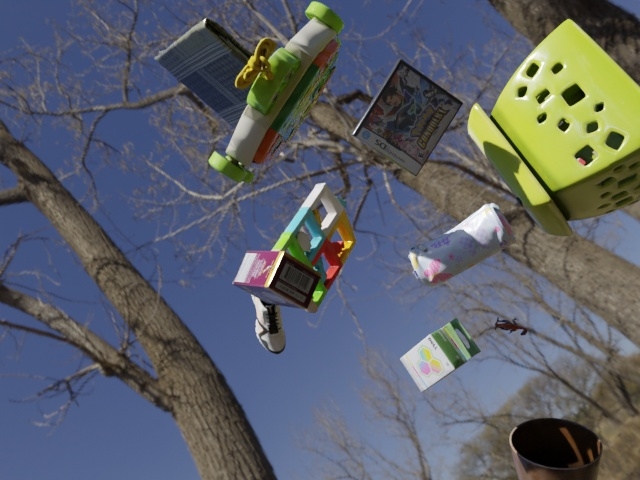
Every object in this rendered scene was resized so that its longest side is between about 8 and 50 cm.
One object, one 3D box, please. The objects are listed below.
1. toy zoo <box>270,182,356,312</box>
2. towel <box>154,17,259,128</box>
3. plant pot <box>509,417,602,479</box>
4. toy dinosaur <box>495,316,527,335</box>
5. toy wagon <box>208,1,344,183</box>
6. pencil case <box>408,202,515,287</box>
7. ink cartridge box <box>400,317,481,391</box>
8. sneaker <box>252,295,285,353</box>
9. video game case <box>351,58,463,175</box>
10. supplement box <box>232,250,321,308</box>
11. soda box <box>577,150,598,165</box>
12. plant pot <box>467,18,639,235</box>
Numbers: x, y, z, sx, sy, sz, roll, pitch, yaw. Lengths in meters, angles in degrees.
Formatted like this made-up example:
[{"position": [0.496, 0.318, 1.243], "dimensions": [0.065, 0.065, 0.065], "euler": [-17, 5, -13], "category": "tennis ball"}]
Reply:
[{"position": [0.000, 0.000, 1.418], "dimensions": [0.293, 0.030, 0.192], "euler": [-57, -49, -38], "category": "toy zoo"}, {"position": [-0.224, -0.398, 1.475], "dimensions": [0.312, 0.324, 0.056], "euler": [39, -111, -30], "category": "towel"}, {"position": [0.596, 0.608, 1.511], "dimensions": [0.215, 0.215, 0.230], "euler": [-18, -72, -34], "category": "plant pot"}, {"position": [0.512, 0.237, 1.601], "dimensions": [0.090, 0.082, 0.047], "euler": [-21, -58, -64], "category": "toy dinosaur"}, {"position": [-0.057, -0.201, 0.847], "dimensions": [0.267, 0.068, 0.344], "euler": [-56, 4, 4], "category": "toy wagon"}, {"position": [0.367, 0.015, 1.562], "dimensions": [0.273, 0.124, 0.113], "euler": [-32, -7, 24], "category": "pencil case"}, {"position": [0.312, 0.305, 1.578], "dimensions": [0.062, 0.109, 0.209], "euler": [-18, -24, -40], "category": "ink cartridge box"}, {"position": [-0.073, 0.109, 0.838], "dimensions": [0.040, 0.109, 0.044], "euler": [-16, 4, -17], "category": "sneaker"}, {"position": [0.272, -0.381, 1.869], "dimensions": [0.248, 0.035, 0.274], "euler": [31, -84, -13], "category": "video game case"}, {"position": [-0.048, 0.041, 0.638], "dimensions": [0.055, 0.083, 0.043], "euler": [32, -108, -28], "category": "supplement box"}, {"position": [0.546, -0.182, 1.274], "dimensions": [0.058, 0.181, 0.061], "euler": [-24, -72, -27], "category": "soda box"}, {"position": [0.366, -0.143, 0.892], "dimensions": [0.207, 0.227, 0.228], "euler": [-37, -29, 17], "category": "plant pot"}]
